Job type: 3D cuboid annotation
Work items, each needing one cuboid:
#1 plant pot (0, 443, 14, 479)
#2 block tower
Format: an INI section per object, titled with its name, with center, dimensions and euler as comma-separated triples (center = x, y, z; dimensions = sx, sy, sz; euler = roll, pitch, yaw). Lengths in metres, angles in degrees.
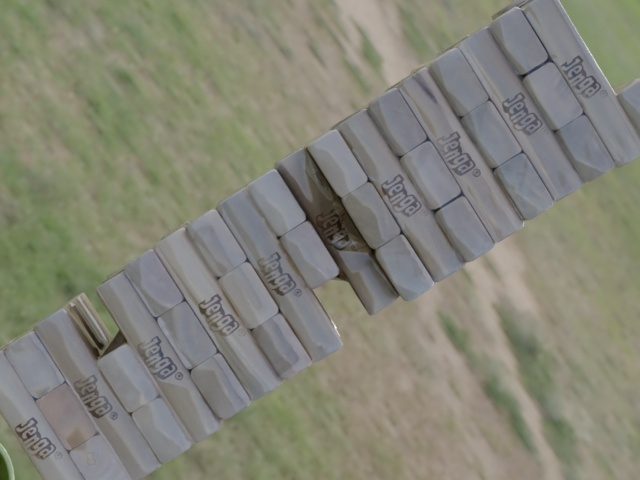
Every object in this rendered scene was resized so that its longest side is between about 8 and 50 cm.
[plant pot]
center = -0.246, 0.145, 0.999
dimensions = 0.079, 0.083, 0.083
euler = 19, -19, 49
[block tower]
center = 0.000, 0.000, 0.783
dimensions = 0.097, 0.335, 0.091
euler = 58, 0, -4
